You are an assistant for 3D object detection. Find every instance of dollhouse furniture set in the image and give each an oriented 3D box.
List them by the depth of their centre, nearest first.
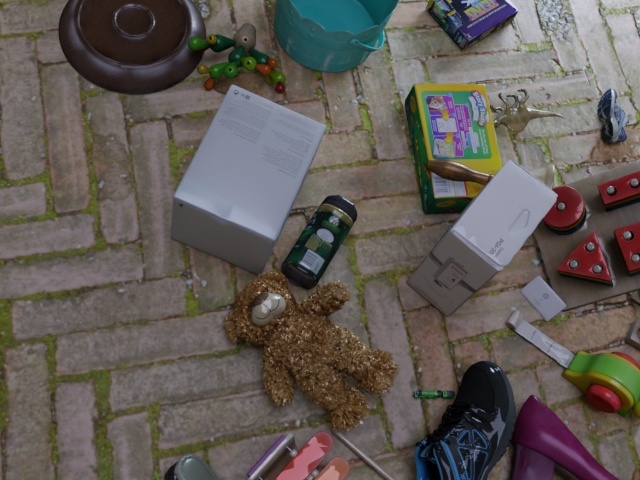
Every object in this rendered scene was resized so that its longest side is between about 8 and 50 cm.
[{"bbox_3d":[0.715,0.153,1.685,0.144,0.123,0.151,32,66,3],"label":"dollhouse furniture set"}]

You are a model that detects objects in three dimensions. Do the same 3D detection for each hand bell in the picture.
[{"bbox_3d":[0.332,-0.121,1.655,0.242,0.126,0.126,14,66,3],"label":"hand bell"}]

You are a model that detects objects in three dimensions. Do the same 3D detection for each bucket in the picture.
[{"bbox_3d":[0.029,-0.514,1.789,0.281,0.183,0.281,4,68,-10],"label":"bucket"}]

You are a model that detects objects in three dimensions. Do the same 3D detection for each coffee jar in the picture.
[{"bbox_3d":[0.000,0.000,1.619,0.079,0.096,0.184,33,65,0],"label":"coffee jar"}]

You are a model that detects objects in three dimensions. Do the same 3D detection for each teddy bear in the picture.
[{"bbox_3d":[-0.021,0.192,1.498,0.245,0.113,0.338,-36,80,10],"label":"teddy bear"}]

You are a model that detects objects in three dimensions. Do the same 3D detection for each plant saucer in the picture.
[{"bbox_3d":[-0.397,-0.456,1.754,0.311,0.050,0.310,4,66,-10],"label":"plant saucer"}]

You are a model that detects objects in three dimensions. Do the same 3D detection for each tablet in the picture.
[{"bbox_3d":[0.456,0.119,1.691,0.083,0.054,0.006,49,25,10],"label":"tablet"}]

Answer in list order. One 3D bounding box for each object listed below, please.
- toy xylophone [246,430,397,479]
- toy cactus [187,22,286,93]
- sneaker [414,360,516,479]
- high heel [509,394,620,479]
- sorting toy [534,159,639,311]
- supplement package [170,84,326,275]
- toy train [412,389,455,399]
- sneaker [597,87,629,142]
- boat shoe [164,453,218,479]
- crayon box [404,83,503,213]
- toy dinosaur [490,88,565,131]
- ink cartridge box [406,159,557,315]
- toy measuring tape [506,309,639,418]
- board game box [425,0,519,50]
[{"bbox_3d":[0.030,0.463,1.444,0.323,0.081,0.236,35,65,4],"label":"toy xylophone"},{"bbox_3d":[-0.169,-0.391,1.758,0.219,0.112,0.180,14,47,-3],"label":"toy cactus"},{"bbox_3d":[0.252,0.365,1.486,0.140,0.125,0.340,29,63,-23],"label":"sneaker"},{"bbox_3d":[0.544,0.418,1.534,0.378,0.127,0.181,16,76,-1],"label":"high heel"},{"bbox_3d":[0.571,-0.017,1.678,0.256,0.089,0.257,-19,70,16],"label":"sorting toy"},{"bbox_3d":[-0.142,-0.111,1.580,0.199,0.198,0.262,24,65,-2],"label":"supplement package"},{"bbox_3d":[0.219,0.295,1.582,0.083,0.023,0.017,3,68,-11],"label":"toy train"},{"bbox_3d":[0.679,-0.285,1.904,0.058,0.052,0.135,7,74,-19],"label":"sneaker"},{"bbox_3d":[-0.183,0.474,1.407,0.227,0.069,0.081,54,34,10],"label":"boat shoe"},{"bbox_3d":[0.288,-0.200,1.767,0.166,0.081,0.278,-2,69,-12],"label":"crayon box"},{"bbox_3d":[0.449,-0.291,1.863,0.183,0.053,0.092,-10,86,-7],"label":"toy dinosaur"},{"bbox_3d":[0.302,0.000,1.577,0.117,0.283,0.207,40,66,6],"label":"ink cartridge box"},{"bbox_3d":[0.523,0.237,1.618,0.330,0.121,0.121,38,66,5],"label":"toy measuring tape"},{"bbox_3d":[0.356,-0.543,1.940,0.170,0.048,0.141,-34,77,-22],"label":"board game box"}]
